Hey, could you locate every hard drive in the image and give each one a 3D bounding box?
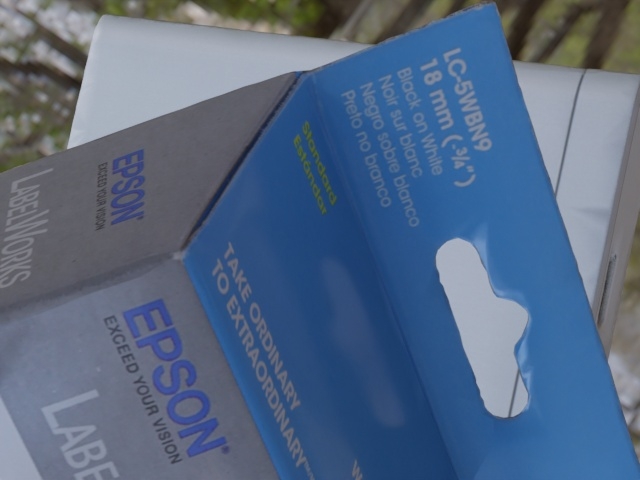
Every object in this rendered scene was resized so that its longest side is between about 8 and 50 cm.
[{"bbox_3d":[0.000,0.000,0.985,0.353,0.233,0.047,10,175,28],"label":"hard drive"}]

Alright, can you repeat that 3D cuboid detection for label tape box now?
[{"bbox_3d":[-0.057,0.094,0.573,0.106,0.334,0.240,-103,-8,-63],"label":"label tape box"}]
